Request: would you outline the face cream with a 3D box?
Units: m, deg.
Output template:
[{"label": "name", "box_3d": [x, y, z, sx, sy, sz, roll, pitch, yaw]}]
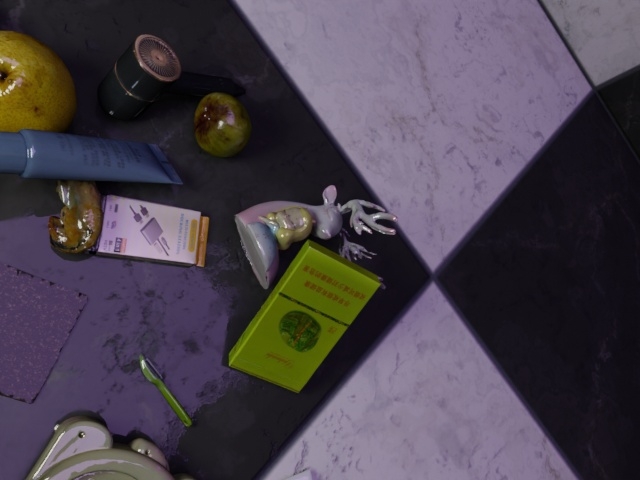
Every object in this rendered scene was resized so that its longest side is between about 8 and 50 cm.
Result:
[{"label": "face cream", "box_3d": [-0.458, -0.158, 0.876, 0.385, 0.086, 0.135, -6, 51, -51]}]

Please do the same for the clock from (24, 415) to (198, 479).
[{"label": "clock", "box_3d": [-0.388, 0.498, 0.816, 0.309, 0.114, 0.284, 35, 63, -19]}]

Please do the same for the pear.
[{"label": "pear", "box_3d": [-0.565, -0.284, 0.853, 0.209, 0.209, 0.208, 7, 75, -27]}]

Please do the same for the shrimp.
[{"label": "shrimp", "box_3d": [-0.506, -0.099, 0.912, 0.117, 0.066, 0.262, -19, 70, -4]}]

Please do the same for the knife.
[{"label": "knife", "box_3d": [-0.323, 0.312, 0.944, 0.184, 0.022, 0.026, 55, 35, -5]}]

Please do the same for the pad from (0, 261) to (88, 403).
[{"label": "pad", "box_3d": [-0.634, 0.137, 0.826, 0.330, 0.004, 0.220, 28, 67, -20]}]

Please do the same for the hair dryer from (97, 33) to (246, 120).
[{"label": "hair dryer", "box_3d": [-0.313, -0.350, 1.060, 0.352, 0.189, 0.107, -13, 82, -53]}]

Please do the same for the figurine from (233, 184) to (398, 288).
[{"label": "figurine", "box_3d": [-0.001, 0.008, 1.066, 0.316, 0.206, 0.284, -23, 45, -19]}]

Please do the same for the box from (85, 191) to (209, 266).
[{"label": "box", "box_3d": [-0.366, -0.020, 0.992, 0.247, 0.033, 0.129, 9, 73, -26]}]

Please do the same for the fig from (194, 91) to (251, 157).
[{"label": "fig", "box_3d": [-0.229, -0.265, 1.063, 0.121, 0.153, 0.136, -29, 61, -38]}]

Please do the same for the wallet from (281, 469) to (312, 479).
[{"label": "wallet", "box_3d": [-0.072, 0.562, 1.016, 0.122, 0.025, 0.061, -8, 84, -29]}]

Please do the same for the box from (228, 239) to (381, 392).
[{"label": "box", "box_3d": [-0.039, 0.176, 0.998, 0.187, 0.047, 0.335, 28, 107, -21]}]
